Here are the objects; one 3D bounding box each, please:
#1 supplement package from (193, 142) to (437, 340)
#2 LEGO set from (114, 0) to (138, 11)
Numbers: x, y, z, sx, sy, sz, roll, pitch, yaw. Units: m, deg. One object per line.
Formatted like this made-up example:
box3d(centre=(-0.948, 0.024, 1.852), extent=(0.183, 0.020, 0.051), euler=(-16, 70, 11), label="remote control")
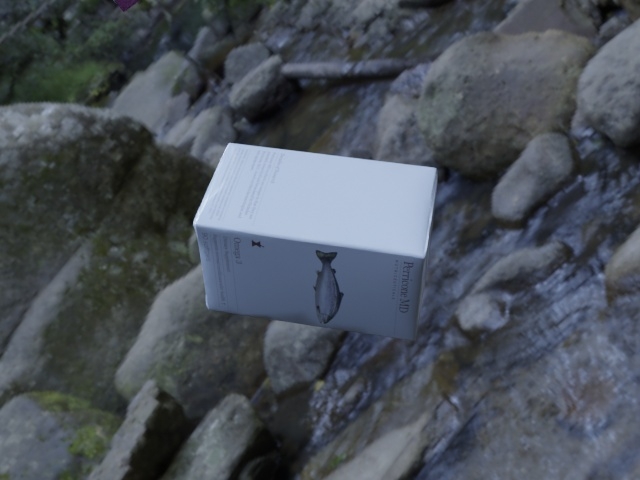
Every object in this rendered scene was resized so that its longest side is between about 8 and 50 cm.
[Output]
box3d(centre=(0.000, 0.000, 0.700), extent=(0.179, 0.105, 0.105), euler=(7, 45, 8), label="supplement package")
box3d(centre=(-0.153, -0.266, 0.600), extent=(0.087, 0.093, 0.227), euler=(-35, 42, 6), label="LEGO set")
